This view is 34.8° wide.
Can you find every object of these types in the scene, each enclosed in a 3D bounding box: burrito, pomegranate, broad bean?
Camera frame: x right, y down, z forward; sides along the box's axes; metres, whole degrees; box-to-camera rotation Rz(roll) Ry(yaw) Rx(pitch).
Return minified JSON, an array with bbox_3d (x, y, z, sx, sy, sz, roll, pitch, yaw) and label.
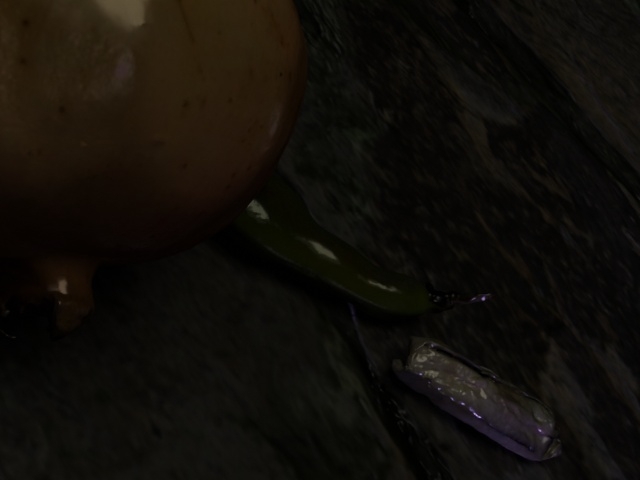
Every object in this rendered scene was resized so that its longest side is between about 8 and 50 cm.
[{"bbox_3d":[0.144,0.140,0.898,0.188,0.045,0.058,32,67,-16],"label":"burrito"},{"bbox_3d":[-0.178,-0.099,0.661,0.338,0.338,0.338,21,45,-23],"label":"pomegranate"},{"bbox_3d":[-0.005,0.004,0.885,0.325,0.067,0.075,31,72,-17],"label":"broad bean"}]
